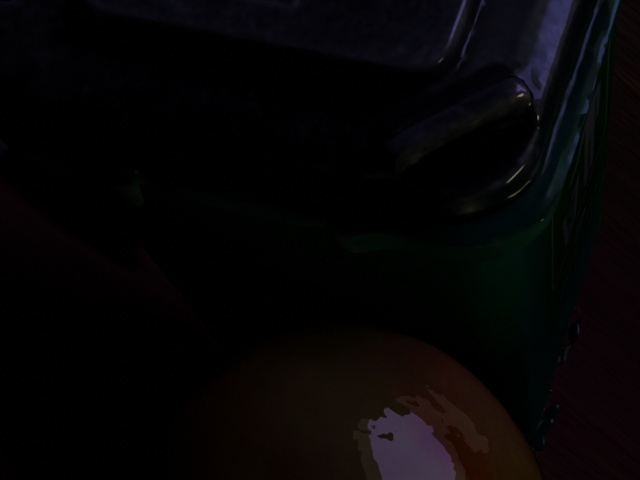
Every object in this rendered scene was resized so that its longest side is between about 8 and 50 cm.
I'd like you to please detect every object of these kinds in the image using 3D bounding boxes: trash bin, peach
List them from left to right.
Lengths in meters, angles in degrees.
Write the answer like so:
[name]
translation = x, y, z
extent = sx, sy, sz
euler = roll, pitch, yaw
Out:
[peach]
translation = 0.008, 0.120, 0.784
extent = 0.184, 0.184, 0.184
euler = 40, 14, -12
[trash bin]
translation = 0.010, -0.057, 0.911
extent = 0.295, 0.259, 0.381
euler = 12, -27, 18

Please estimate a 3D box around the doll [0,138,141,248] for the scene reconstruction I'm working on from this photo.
[doll]
translation = -0.205, -0.136, 1.098
extent = 0.340, 0.158, 0.246
euler = 51, 39, -30
